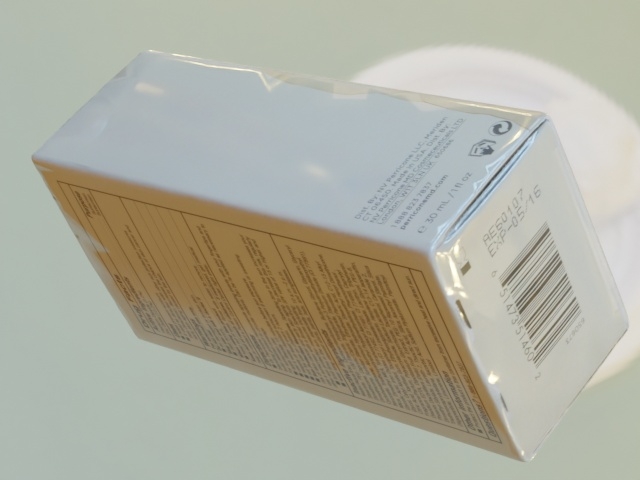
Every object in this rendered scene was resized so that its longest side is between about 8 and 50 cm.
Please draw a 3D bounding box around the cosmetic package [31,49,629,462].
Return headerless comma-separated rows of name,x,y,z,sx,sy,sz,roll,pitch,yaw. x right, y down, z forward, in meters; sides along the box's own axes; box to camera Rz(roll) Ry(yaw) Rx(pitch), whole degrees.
cosmetic package,0.000,0.000,1.017,0.309,0.113,0.160,15,-37,42
